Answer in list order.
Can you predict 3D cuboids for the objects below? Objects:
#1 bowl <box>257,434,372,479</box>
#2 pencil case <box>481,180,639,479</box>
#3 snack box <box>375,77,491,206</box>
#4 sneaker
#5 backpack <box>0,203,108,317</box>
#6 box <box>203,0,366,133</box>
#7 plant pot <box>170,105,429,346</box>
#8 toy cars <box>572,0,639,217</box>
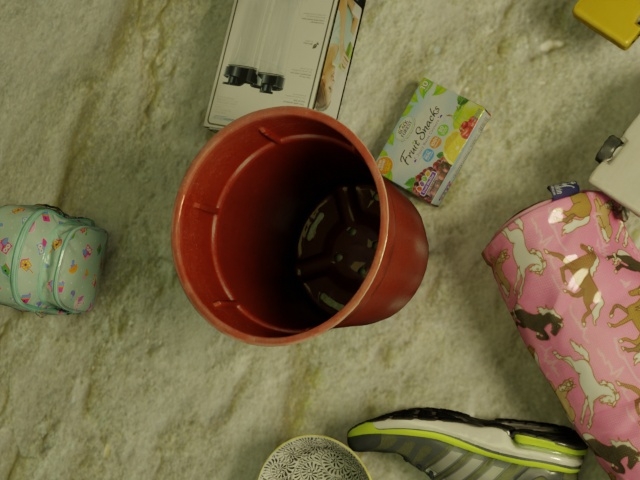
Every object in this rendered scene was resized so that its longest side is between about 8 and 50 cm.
[{"bbox_3d":[0.007,0.335,1.210,0.170,0.080,0.170,-4,81,23],"label":"bowl"},{"bbox_3d":[0.338,0.124,1.050,0.167,0.160,0.386,-44,65,44],"label":"pencil case"},{"bbox_3d":[0.146,-0.130,1.237,0.100,0.037,0.141,32,96,26],"label":"snack box"},{"bbox_3d":[0.169,0.274,1.134,0.299,0.111,0.121,4,88,27],"label":"sneaker"},{"bbox_3d":[-0.413,0.029,1.384,0.144,0.188,0.166,12,87,25],"label":"backpack"},{"bbox_3d":[-0.045,-0.275,1.317,0.169,0.087,0.290,12,87,25],"label":"box"},{"bbox_3d":[0.000,0.000,1.159,0.272,0.265,0.273,-4,81,23],"label":"plant pot"},{"bbox_3d":[0.386,-0.206,1.095,0.176,0.087,0.394,-2,74,6],"label":"toy cars"}]
